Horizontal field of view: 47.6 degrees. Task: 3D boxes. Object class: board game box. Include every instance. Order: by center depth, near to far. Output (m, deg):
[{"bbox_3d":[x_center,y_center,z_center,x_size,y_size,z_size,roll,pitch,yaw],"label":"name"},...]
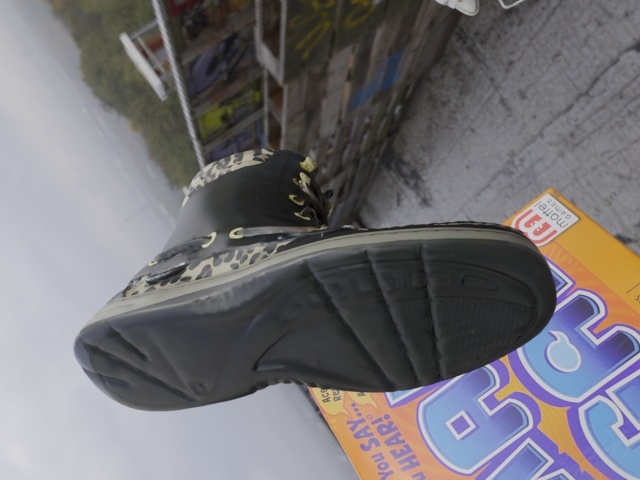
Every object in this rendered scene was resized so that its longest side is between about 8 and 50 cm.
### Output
[{"bbox_3d":[0.265,0.242,0.804,0.356,0.357,0.356,53,180,-45],"label":"board game box"}]

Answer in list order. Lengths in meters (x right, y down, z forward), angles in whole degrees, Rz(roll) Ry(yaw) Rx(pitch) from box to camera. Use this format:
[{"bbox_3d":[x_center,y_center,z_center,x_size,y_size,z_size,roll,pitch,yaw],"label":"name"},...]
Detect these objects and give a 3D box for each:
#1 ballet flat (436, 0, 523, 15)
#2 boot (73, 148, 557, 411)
[{"bbox_3d":[0.109,-0.170,0.478,0.041,0.114,0.041,-10,-90,-78],"label":"ballet flat"},{"bbox_3d":[-0.002,-0.001,0.402,0.178,0.236,0.085,-75,-31,-56],"label":"boot"}]
